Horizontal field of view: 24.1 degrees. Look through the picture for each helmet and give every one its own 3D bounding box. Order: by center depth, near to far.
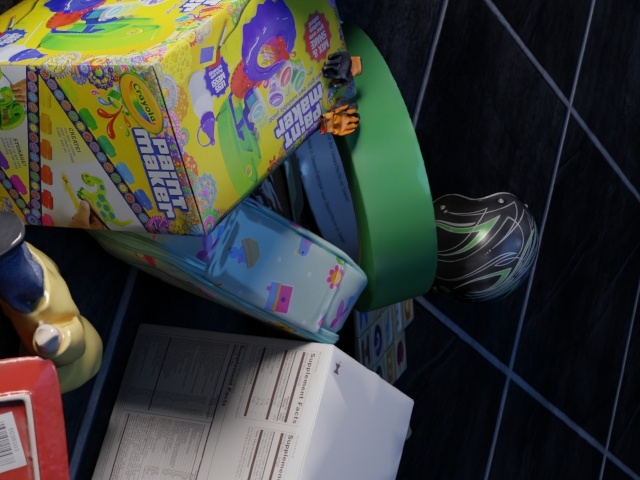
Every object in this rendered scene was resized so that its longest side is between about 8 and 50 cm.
[{"bbox_3d":[0.240,0.011,2.224,0.169,0.162,0.169,-10,102,-57],"label":"helmet"}]

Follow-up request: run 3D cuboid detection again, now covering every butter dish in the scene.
[{"bbox_3d":[-0.323,0.179,1.408,0.160,0.118,0.160,-7,105,-13],"label":"butter dish"}]

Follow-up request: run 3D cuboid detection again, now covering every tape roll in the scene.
[{"bbox_3d":[0.035,-0.081,1.687,0.077,0.321,0.321,-17,114,-11],"label":"tape roll"}]

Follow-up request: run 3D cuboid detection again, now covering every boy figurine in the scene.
[{"bbox_3d":[-0.285,0.054,1.428,0.092,0.177,0.285,-32,147,-11],"label":"boy figurine"}]

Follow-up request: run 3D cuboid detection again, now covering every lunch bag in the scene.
[{"bbox_3d":[-0.102,0.016,1.597,0.279,0.224,0.108,30,80,-37],"label":"lunch bag"}]

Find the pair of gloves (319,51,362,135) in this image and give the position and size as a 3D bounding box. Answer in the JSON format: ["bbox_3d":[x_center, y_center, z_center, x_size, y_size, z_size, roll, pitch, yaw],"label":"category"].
[{"bbox_3d":[0.022,-0.145,1.483,0.074,0.010,0.083,-15,108,-57],"label":"pair of gloves"}]

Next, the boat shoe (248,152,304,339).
[{"bbox_3d":[-0.071,0.024,1.801,0.104,0.111,0.307,-28,110,-39],"label":"boat shoe"}]

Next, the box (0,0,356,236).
[{"bbox_3d":[-0.165,-0.155,1.456,0.290,0.279,0.177,-47,132,-45],"label":"box"}]

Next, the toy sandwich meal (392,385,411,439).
[{"bbox_3d":[0.107,0.253,2.164,0.085,0.029,0.085,-10,102,-57],"label":"toy sandwich meal"}]

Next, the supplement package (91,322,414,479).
[{"bbox_3d":[-0.073,0.225,1.659,0.199,0.263,0.198,39,61,-52],"label":"supplement package"}]

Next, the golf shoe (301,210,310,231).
[{"bbox_3d":[0.000,0.000,1.924,0.094,0.077,0.198,-64,143,-31],"label":"golf shoe"}]

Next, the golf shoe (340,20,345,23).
[{"bbox_3d":[-0.047,-0.260,1.791,0.140,0.115,0.306,-62,139,-28],"label":"golf shoe"}]

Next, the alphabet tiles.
[{"bbox_3d":[0.085,0.038,2.055,0.285,0.011,0.342,-38,126,-69],"label":"alphabet tiles"}]
